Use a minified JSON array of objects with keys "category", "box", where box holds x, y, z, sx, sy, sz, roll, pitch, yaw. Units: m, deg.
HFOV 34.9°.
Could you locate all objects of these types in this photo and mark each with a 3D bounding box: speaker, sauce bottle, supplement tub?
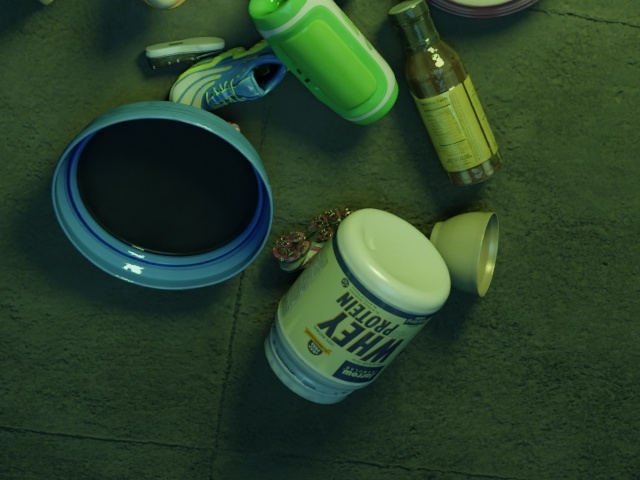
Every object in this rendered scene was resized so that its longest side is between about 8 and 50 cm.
[{"category":"speaker","box":[0.010,-0.323,1.726,0.131,0.131,0.296,-39,131,11]},{"category":"sauce bottle","box":[0.220,-0.267,1.820,0.111,0.111,0.344,-23,111,5]},{"category":"supplement tub","box":[0.061,0.127,1.881,0.235,0.235,0.325,28,123,-15]}]

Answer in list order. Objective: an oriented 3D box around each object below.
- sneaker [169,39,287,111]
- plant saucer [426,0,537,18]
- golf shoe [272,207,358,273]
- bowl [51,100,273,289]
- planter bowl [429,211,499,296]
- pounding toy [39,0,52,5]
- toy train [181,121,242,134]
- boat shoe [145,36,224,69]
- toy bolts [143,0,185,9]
[{"category":"sneaker","box":[-0.158,-0.280,1.773,0.240,0.126,0.091,-27,112,6]},{"category":"plant saucer","box":[0.268,-0.520,1.681,0.332,0.084,0.332,5,123,8]},{"category":"golf shoe","box":[0.000,0.000,1.946,0.186,0.067,0.086,-26,148,-1]},{"category":"bowl","box":[-0.276,-0.078,1.822,0.391,0.077,0.391,1,130,1]},{"category":"planter bowl","box":[0.266,0.020,1.929,0.109,0.162,0.162,8,114,20]},{"category":"pounding toy","box":[-0.528,-0.485,1.658,0.155,0.154,0.269,-38,129,11]},{"category":"toy train","box":[-0.195,-0.182,1.836,0.125,0.046,0.166,-1,147,13]},{"category":"boat shoe","box":[-0.236,-0.330,1.793,0.142,0.049,0.040,-6,119,5]},{"category":"toy bolts","box":[-0.203,-0.489,1.642,0.218,0.158,0.228,-6,126,-5]}]
